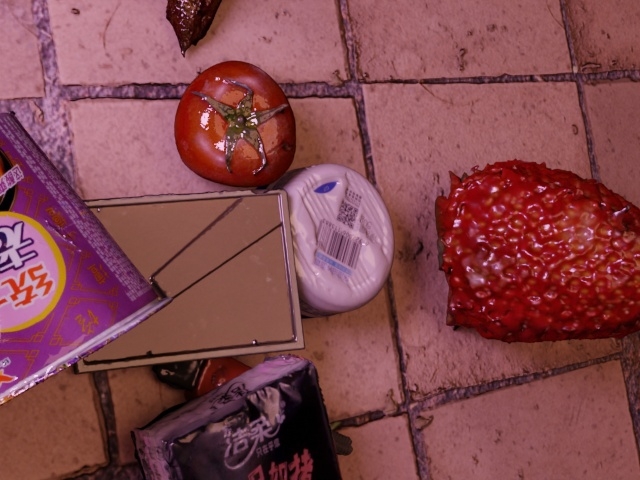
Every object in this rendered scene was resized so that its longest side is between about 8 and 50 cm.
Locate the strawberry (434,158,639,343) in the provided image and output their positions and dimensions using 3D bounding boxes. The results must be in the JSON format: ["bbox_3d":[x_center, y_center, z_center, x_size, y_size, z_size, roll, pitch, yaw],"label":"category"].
[{"bbox_3d":[0.338,0.007,1.954,0.292,0.344,0.292,16,71,-56],"label":"strawberry"}]

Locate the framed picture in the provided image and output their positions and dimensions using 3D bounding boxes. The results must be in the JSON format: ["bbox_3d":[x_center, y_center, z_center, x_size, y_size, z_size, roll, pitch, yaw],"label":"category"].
[{"bbox_3d":[-0.169,0.045,1.674,0.290,0.020,0.211,-5,85,-19],"label":"framed picture"}]

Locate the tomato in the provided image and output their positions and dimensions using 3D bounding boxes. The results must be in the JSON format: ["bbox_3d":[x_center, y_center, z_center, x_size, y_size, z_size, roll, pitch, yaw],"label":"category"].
[{"bbox_3d":[-0.111,-0.148,1.737,0.167,0.167,0.167,8,77,-38],"label":"tomato"}]

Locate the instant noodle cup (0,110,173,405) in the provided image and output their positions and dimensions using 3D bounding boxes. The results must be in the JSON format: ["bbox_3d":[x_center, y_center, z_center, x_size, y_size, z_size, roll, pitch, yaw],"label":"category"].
[{"bbox_3d":[-0.364,0.038,1.402,0.340,0.340,0.266,-33,95,-38],"label":"instant noodle cup"}]

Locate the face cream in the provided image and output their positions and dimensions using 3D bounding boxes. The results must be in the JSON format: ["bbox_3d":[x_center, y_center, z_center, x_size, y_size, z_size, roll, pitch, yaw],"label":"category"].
[{"bbox_3d":[0.000,0.000,1.827,0.206,0.111,0.205,9,75,-37],"label":"face cream"}]

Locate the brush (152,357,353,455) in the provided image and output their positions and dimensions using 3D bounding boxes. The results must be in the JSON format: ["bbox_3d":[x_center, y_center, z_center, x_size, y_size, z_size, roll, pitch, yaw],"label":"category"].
[{"bbox_3d":[-0.077,0.212,1.761,0.323,0.051,0.070,30,65,-32],"label":"brush"}]

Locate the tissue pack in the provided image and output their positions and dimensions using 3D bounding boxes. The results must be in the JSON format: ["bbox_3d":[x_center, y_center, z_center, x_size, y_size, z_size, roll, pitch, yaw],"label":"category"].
[{"bbox_3d":[-0.077,0.327,1.674,0.245,0.123,0.332,-27,110,-35],"label":"tissue pack"}]

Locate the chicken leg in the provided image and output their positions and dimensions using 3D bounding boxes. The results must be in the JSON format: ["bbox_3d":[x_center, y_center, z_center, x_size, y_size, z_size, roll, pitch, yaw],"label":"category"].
[{"bbox_3d":[-0.146,-0.355,1.804,0.105,0.063,0.234,45,59,-18],"label":"chicken leg"}]
